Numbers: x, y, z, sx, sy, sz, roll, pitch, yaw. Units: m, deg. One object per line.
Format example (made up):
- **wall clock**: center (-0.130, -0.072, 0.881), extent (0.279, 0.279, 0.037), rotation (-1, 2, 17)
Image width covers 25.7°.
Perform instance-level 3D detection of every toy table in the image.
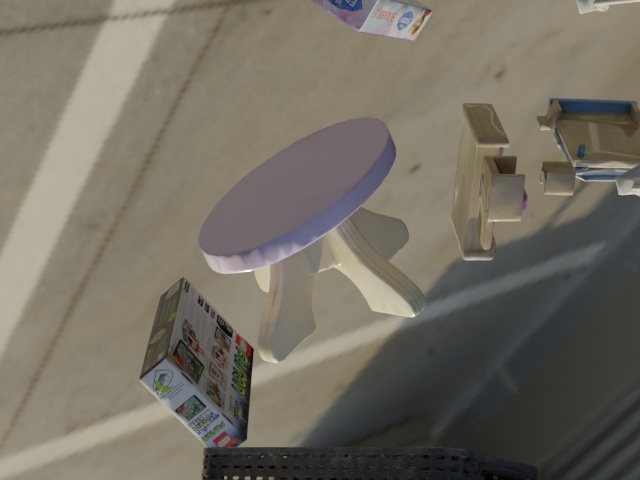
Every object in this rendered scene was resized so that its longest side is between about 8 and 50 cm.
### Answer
- **toy table**: center (0.000, 0.000, 1.591), extent (0.274, 0.252, 0.160), rotation (-35, 120, -23)

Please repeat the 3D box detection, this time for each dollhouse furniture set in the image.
- **dollhouse furniture set**: center (0.366, -0.066, 2.071), extent (0.303, 0.286, 0.198), rotation (0, 119, -4)

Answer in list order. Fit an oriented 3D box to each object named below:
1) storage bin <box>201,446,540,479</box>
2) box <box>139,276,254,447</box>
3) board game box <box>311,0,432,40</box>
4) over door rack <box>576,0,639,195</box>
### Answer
- **storage bin**: center (0.027, 0.168, 0.820), extent (0.180, 0.084, 0.122), rotation (-4, 164, 33)
- **box**: center (-0.118, 0.122, 1.388), extent (0.036, 0.114, 0.207), rotation (-39, -165, 12)
- **board game box**: center (-0.005, -0.426, 2.183), extent (0.066, 0.318, 0.319), rotation (-57, 167, 15)
- **over door rack**: center (0.378, -0.143, 1.439), extent (0.108, 0.239, 0.324), rotation (-21, -165, -22)
